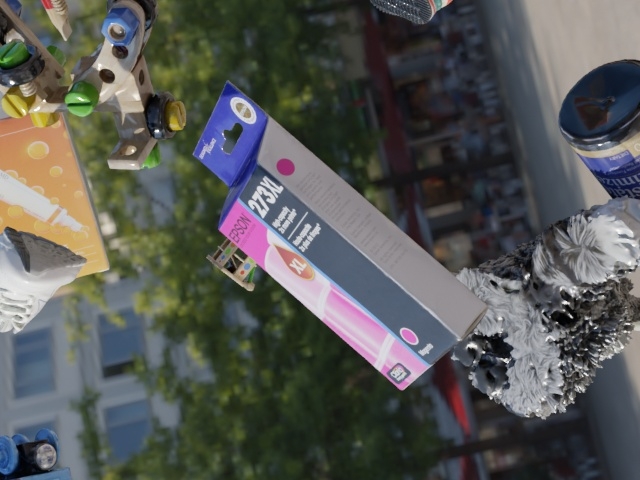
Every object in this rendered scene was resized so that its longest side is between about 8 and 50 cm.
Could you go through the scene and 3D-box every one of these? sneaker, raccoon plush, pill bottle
[{"bbox_3d":[-0.376,0.059,1.696,0.129,0.111,0.297,-68,12,-11],"label":"sneaker"},{"bbox_3d":[0.364,0.058,1.655,0.446,0.299,0.216,-31,85,56],"label":"raccoon plush"},{"bbox_3d":[0.087,-0.249,1.229,0.057,0.075,0.161,60,171,-30],"label":"sneaker"},{"bbox_3d":[0.370,-0.091,1.495,0.219,0.123,0.122,44,-156,-34],"label":"pill bottle"}]

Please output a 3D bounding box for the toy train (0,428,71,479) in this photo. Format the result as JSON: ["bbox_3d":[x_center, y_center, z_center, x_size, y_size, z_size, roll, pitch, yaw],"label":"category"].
[{"bbox_3d":[-0.341,0.265,1.445,0.080,0.184,0.105,-3,-100,-46],"label":"toy train"}]

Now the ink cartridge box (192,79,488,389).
[{"bbox_3d":[0.000,0.000,1.474,0.371,0.069,0.176,43,150,4],"label":"ink cartridge box"}]

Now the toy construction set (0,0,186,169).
[{"bbox_3d":[-0.290,-0.208,1.623,0.309,0.258,0.237,-110,0,-52],"label":"toy construction set"}]

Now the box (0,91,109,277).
[{"bbox_3d":[-0.507,-0.100,2.251,0.168,0.215,0.345,-115,11,-52],"label":"box"}]

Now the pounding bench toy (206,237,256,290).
[{"bbox_3d":[-0.115,0.030,2.021,0.083,0.065,0.052,41,177,-38],"label":"pounding bench toy"}]
